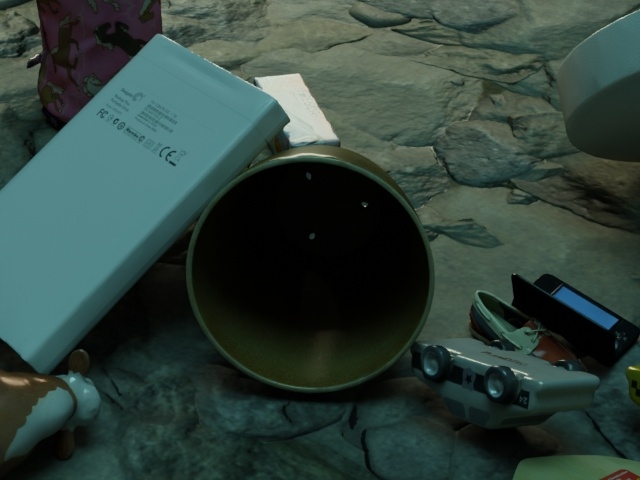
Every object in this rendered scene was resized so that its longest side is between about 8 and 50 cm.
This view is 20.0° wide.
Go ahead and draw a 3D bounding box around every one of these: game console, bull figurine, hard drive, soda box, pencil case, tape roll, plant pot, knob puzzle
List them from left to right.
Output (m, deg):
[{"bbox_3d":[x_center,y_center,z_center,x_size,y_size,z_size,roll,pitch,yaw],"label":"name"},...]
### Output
[{"bbox_3d":[-0.336,0.178,1.620,0.188,0.101,0.310,12,31,23],"label":"bull figurine"},{"bbox_3d":[-0.277,-0.328,2.158,0.167,0.386,0.160,-7,32,-10],"label":"pencil case"},{"bbox_3d":[-0.221,-0.045,1.847,0.353,0.047,0.233,-46,42,-10],"label":"hard drive"},{"bbox_3d":[-0.030,-0.135,2.171,0.063,0.058,0.183,-8,33,-15],"label":"soda box"},{"bbox_3d":[0.000,0.000,1.837,0.237,0.237,0.254,4,17,4],"label":"plant pot"},{"bbox_3d":[0.260,0.065,1.833,0.122,0.071,0.107,33,42,20],"label":"game console"},{"bbox_3d":[0.251,0.244,1.605,0.213,0.030,0.213,2,23,-1],"label":"knob puzzle"},{"bbox_3d":[0.459,-0.183,2.018,0.392,0.392,0.072,-5,73,-11],"label":"tape roll"}]

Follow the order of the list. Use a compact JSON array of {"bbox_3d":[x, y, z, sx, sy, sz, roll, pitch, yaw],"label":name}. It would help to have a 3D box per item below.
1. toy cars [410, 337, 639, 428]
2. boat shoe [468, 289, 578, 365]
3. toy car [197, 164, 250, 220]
[{"bbox_3d":[0.270,0.158,1.692,0.394,0.087,0.176,6,8,12],"label":"toy cars"},{"bbox_3d":[0.205,0.096,1.829,0.049,0.043,0.137,-24,42,-38],"label":"boat shoe"},{"bbox_3d":[-0.135,-0.064,1.984,0.149,0.155,0.188,-5,45,-11],"label":"toy car"}]
